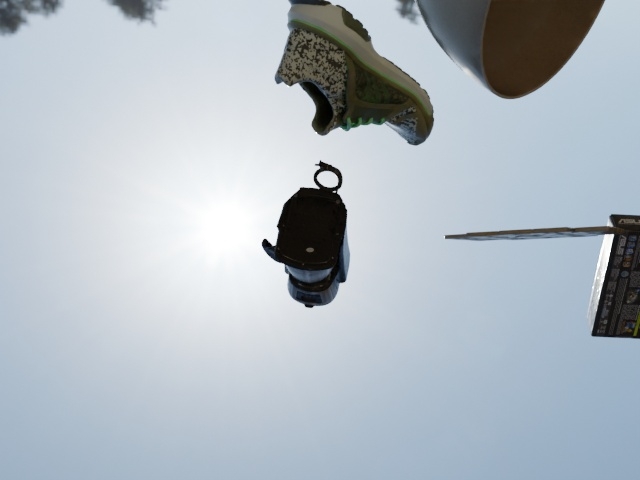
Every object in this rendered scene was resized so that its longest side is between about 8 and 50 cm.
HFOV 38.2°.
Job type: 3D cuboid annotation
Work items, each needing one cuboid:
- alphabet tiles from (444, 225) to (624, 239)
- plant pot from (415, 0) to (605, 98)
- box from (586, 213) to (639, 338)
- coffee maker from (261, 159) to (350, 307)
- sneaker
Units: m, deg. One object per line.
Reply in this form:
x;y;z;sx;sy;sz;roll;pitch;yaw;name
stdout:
0.395;-0.011;1.687;0.285;0.011;0.342;-4;178;25;alphabet tiles
0.221;-0.349;1.166;0.191;0.284;0.284;36;-144;31;plant pot
0.663;0.078;1.840;0.216;0.270;0.060;2;-145;3;box
0.000;0.000;1.441;0.120;0.178;0.171;32;-107;14;coffee maker
0.047;-0.256;1.655;0.158;0.182;0.410;24;172;46;sneaker
